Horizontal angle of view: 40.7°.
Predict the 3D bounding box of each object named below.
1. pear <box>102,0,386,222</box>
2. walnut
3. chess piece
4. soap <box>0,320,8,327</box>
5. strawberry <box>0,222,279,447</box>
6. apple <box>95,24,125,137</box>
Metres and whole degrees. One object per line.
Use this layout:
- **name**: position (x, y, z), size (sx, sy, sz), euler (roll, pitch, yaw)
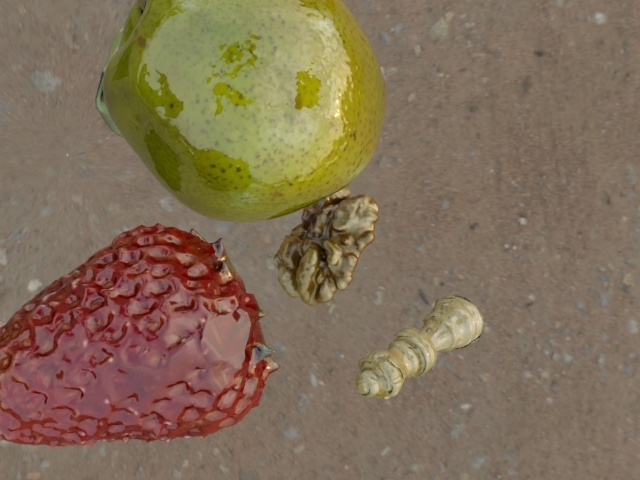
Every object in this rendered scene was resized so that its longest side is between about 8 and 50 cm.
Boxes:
- **pear**: position (-0.074, -0.156, 0.901), size (0.294, 0.294, 0.294), euler (-2, 96, -16)
- **walnut**: position (0.000, 0.000, 1.155), size (0.069, 0.143, 0.170), euler (33, 84, -43)
- **chess piece**: position (0.098, 0.113, 0.889), size (0.172, 0.060, 0.060), euler (-26, 104, -41)
- **soap**: position (-0.455, 0.146, 1.072), size (0.192, 0.324, 0.109), euler (9, 78, 0)
- **strawberry**: position (-0.177, 0.098, 0.763), size (0.244, 0.205, 0.205), euler (-21, 101, -24)
- **apple**: position (-0.280, -0.267, 1.484), size (0.188, 0.174, 0.207), euler (15, 98, -7)
